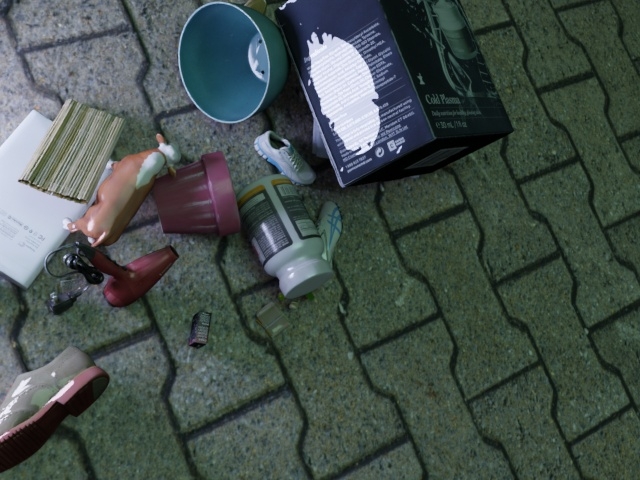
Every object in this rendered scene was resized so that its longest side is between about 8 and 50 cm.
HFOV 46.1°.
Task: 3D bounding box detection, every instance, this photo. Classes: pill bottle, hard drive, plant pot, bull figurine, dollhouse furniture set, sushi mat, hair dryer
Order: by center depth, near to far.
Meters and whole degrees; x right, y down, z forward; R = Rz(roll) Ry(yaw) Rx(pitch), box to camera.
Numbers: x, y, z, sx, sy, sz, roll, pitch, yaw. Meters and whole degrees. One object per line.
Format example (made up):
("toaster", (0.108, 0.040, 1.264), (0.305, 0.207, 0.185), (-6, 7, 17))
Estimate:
("hair dryer", (-0.445, 0.075, 1.636), (0.294, 0.223, 0.080), (-17, 63, -30))
("bull figurine", (-0.439, -0.114, 1.677), (0.101, 0.188, 0.310), (50, 58, -31))
("hard drive", (-0.653, -0.095, 1.690), (0.233, 0.047, 0.353), (35, 64, -11))
("sushi mat", (-0.550, -0.205, 1.691), (0.152, 0.019, 0.316), (19, 41, -12))
("plant pot", (-0.299, -0.097, 1.781), (0.180, 0.201, 0.201), (-13, 80, -12))
("pill bottle", (-0.088, -0.010, 1.831), (0.162, 0.162, 0.278), (-18, 71, -28))
("dollhouse furniture set", (-0.090, 0.169, 1.880), (0.152, 0.058, 0.076), (-38, 100, -10))
("plant pot", (-0.187, -0.457, 1.908), (0.195, 0.290, 0.290), (-27, 87, -52))

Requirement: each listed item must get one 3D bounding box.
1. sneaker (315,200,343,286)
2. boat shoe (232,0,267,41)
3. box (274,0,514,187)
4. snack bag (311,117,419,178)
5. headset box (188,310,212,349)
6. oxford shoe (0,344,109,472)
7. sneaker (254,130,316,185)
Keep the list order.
("sneaker", (0.000, 0.000, 1.938), (0.086, 0.085, 0.237), (20, 66, -23))
("boat shoe", (-0.192, -0.599, 2.040), (0.068, 0.072, 0.190), (31, 64, -13))
("box", (0.199, -0.421, 1.913), (0.480, 0.297, 0.471), (-15, 81, -54))
("snack bag", (0.137, -0.354, 2.138), (0.343, 0.037, 0.323), (9, 71, -25))
("headset box", (-0.282, 0.212, 1.756), (0.032, 0.062, 0.083), (13, 69, -20))
("oxford shoe", (-0.613, 0.356, 1.552), (0.348, 0.123, 0.130), (-37, 65, -28))
("sneaker", (-0.084, -0.216, 1.968), (0.191, 0.083, 0.071), (37, 61, -12))
